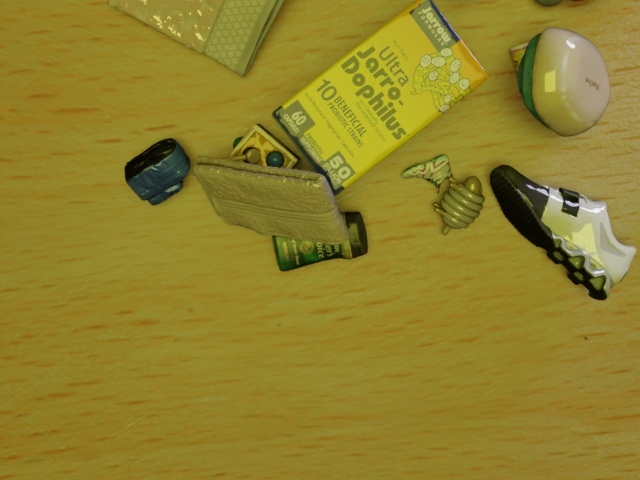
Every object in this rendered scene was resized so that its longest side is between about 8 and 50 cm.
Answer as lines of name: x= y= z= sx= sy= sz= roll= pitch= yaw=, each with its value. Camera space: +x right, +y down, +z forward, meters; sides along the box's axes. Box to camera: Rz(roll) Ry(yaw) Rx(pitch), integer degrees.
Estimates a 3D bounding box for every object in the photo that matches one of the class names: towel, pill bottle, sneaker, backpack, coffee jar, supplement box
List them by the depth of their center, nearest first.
towel: x=-0.095 y=-0.074 z=1.846 sx=0.282 sy=0.187 sz=0.049 roll=9 pitch=59 yaw=25
towel: x=-0.209 y=-0.516 z=1.854 sx=0.316 sy=0.053 sz=0.332 roll=30 pitch=118 yaw=-2
supplement box: x=0.108 y=-0.271 z=1.859 sx=0.356 sy=0.195 sz=0.194 roll=-38 pitch=95 yaw=5
pill bottle: x=0.399 y=-0.340 z=1.918 sx=0.043 sy=0.043 sz=0.083 roll=-17 pitch=96 yaw=4
sneaker: x=0.476 y=-0.047 z=1.931 sx=0.330 sy=0.122 sz=0.146 roll=45 pitch=78 yaw=-3
backpack: x=-0.312 y=-0.138 z=1.940 sx=0.120 sy=0.098 sz=0.101 roll=-35 pitch=124 yaw=5
sneaker: x=0.215 y=-0.123 z=1.954 sx=0.098 sy=0.038 sz=0.069 roll=-20 pitch=96 yaw=4
coffee jar: x=0.000 y=0.000 z=1.955 sx=0.184 sy=0.079 sz=0.096 roll=-11 pitch=97 yaw=2

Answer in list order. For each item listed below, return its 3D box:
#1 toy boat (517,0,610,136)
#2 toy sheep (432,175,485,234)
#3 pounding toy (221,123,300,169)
toy boat: x=0.452 y=-0.355 z=1.851 sx=0.148 sy=0.267 sz=0.318 roll=5 pitch=82 yaw=36
toy sheep: x=0.273 y=-0.068 z=1.938 sx=0.091 sy=0.091 sz=0.132 roll=30 pitch=112 yaw=-2
pounding toy: x=-0.136 y=-0.154 z=1.928 sx=0.141 sy=0.100 sz=0.130 roll=40 pitch=97 yaw=-3
